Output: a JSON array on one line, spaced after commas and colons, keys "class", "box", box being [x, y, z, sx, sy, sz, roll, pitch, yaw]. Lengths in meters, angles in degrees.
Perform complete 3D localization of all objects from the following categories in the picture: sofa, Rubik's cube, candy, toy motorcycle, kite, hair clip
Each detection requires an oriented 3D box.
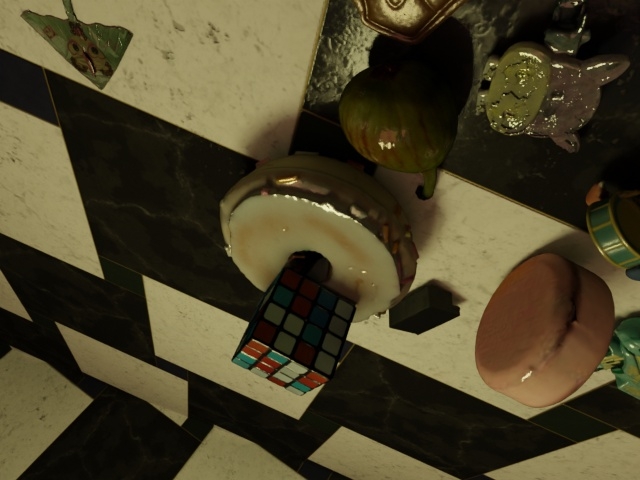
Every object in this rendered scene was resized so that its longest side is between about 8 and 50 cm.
[{"class": "sofa", "box": [0.219, 0.148, 0.976, 0.085, 0.060, 0.147, 18, 145, -20]}, {"class": "Rubik's cube", "box": [-0.049, 0.169, 0.831, 0.155, 0.154, 0.151, 30, 144, -7]}, {"class": "candy", "box": [0.351, 0.140, 0.730, 0.094, 0.255, 0.255, 27, 142, -3]}, {"class": "toy motorcycle", "box": [0.617, 0.217, 0.808, 0.296, 0.109, 0.198, 28, 132, -1]}, {"class": "kite", "box": [-0.410, -0.360, 0.753, 0.229, 0.012, 0.250, 15, 140, 10]}, {"class": "hair clip", "box": [0.269, -0.190, 0.548, 0.146, 0.056, 0.187, 20, 145, 17]}]

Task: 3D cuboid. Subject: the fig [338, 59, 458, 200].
[{"class": "fig", "box": [0.126, -0.121, 0.637, 0.151, 0.151, 0.259, -2, 139, 30]}]

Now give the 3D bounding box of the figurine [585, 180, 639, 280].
[{"class": "figurine", "box": [0.457, -0.055, 0.516, 0.275, 0.158, 0.161, -45, 66, 52]}]

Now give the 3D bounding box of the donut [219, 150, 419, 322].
[{"class": "donut", "box": [0.000, 0.000, 0.841, 0.383, 0.142, 0.382, 16, 142, 13]}]

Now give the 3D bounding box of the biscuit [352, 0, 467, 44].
[{"class": "biscuit", "box": [0.079, -0.332, 0.499, 0.215, 0.034, 0.182, 40, 139, -18]}]
